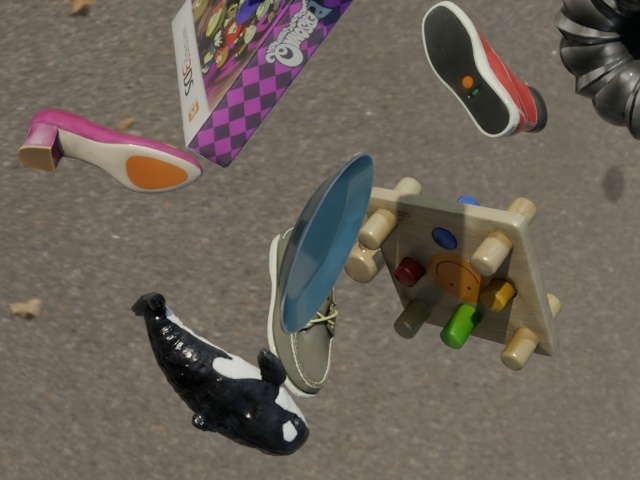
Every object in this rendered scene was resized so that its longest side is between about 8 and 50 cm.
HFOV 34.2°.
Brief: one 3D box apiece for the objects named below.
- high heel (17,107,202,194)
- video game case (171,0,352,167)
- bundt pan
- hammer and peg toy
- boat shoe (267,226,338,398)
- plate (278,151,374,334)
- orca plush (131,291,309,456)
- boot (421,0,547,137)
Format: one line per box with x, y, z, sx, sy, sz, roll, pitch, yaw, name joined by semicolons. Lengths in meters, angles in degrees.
-0.271;-0.128;1.382;0.244;0.117;0.082;3;130;5;high heel
-0.029;-0.197;0.759;0.042;0.210;0.232;27;117;-27;video game case
0.444;-0.267;1.349;0.124;0.331;0.330;-34;112;-34;bundt pan
0.150;0.030;1.469;0.127;0.361;0.265;-50;135;-30;hammer and peg toy
-0.023;0.110;1.741;0.109;0.091;0.304;15;58;-36;boat shoe
0.000;0.000;0.987;0.188;0.024;0.188;-58;164;-28;plate
-0.132;0.187;1.307;0.287;0.151;0.102;57;27;-20;orca plush
0.269;-0.274;1.673;0.176;0.088;0.244;-13;71;-53;boot
